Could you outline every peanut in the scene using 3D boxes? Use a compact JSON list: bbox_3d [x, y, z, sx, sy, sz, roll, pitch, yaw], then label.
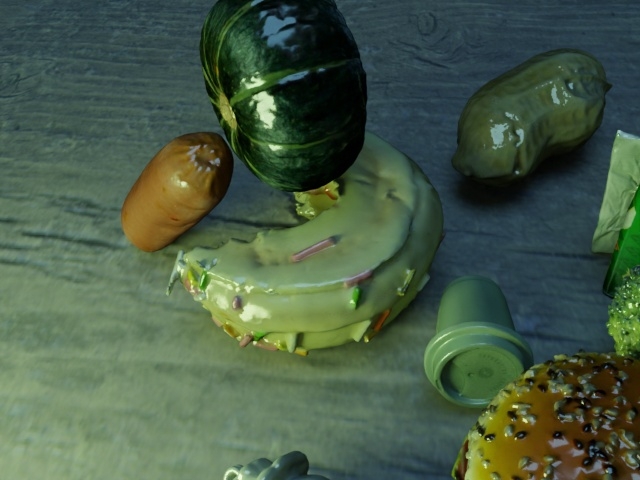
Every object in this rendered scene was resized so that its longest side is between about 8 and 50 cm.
[{"bbox_3d":[0.340,-0.199,0.975,0.339,0.158,0.174,-28,77,-15],"label":"peanut"}]

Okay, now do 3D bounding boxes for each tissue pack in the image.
[{"bbox_3d":[0.431,-0.034,0.748,0.148,0.209,0.156,-36,50,-27],"label":"tissue pack"}]

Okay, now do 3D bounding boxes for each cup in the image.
[{"bbox_3d":[0.182,0.114,0.705,0.119,0.120,0.141,1,31,8],"label":"cup"}]

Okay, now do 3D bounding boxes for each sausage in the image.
[{"bbox_3d":[-0.202,-0.070,0.834,0.113,0.259,0.114,13,66,-30],"label":"sausage"}]

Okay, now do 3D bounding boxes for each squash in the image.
[{"bbox_3d":[-0.043,-0.183,0.713,0.165,0.252,0.252,-23,46,-17],"label":"squash"}]

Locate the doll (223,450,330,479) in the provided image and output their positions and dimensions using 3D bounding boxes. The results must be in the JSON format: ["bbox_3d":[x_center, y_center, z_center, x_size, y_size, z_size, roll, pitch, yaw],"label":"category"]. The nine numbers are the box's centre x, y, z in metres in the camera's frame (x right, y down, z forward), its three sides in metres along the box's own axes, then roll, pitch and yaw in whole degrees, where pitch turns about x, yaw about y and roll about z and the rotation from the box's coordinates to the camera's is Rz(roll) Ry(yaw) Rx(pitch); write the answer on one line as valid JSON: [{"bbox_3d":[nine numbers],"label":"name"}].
[{"bbox_3d":[0.022,0.290,0.530,0.293,0.138,0.119,27,13,27],"label":"doll"}]

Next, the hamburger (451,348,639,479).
[{"bbox_3d":[0.255,0.237,0.514,0.300,0.176,0.300,-2,44,2],"label":"hamburger"}]

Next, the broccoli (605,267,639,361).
[{"bbox_3d":[0.400,0.083,0.602,0.197,0.226,0.176,-20,86,4],"label":"broccoli"}]

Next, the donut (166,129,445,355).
[{"bbox_3d":[0.010,-0.004,0.810,0.307,0.150,0.371,14,49,22],"label":"donut"}]
